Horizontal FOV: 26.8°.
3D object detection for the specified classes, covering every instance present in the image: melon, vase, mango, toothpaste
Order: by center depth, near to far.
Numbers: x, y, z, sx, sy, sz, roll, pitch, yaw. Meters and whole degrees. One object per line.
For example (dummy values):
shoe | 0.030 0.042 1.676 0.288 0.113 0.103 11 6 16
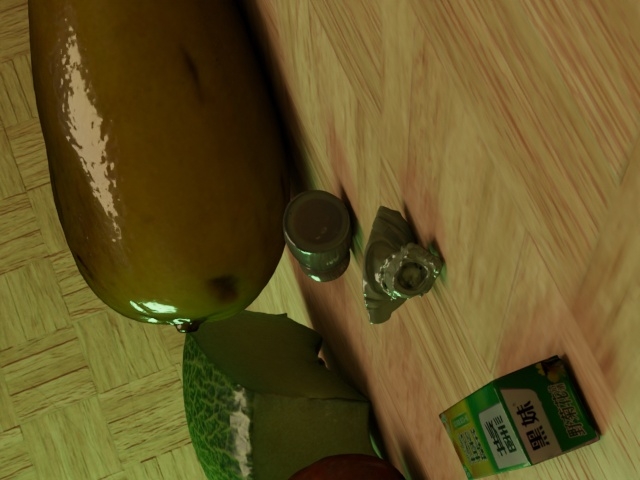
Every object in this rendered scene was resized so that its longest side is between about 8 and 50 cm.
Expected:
toothpaste | 0.094 0.092 0.668 0.178 0.037 0.043 101 148 -78
vase | 0.000 0.000 1.058 0.101 0.053 0.053 77 170 -72
mango | -0.151 -0.129 1.226 0.301 0.220 0.445 -112 13 -68
melon | -0.044 0.206 1.509 0.331 0.226 0.343 54 167 -26

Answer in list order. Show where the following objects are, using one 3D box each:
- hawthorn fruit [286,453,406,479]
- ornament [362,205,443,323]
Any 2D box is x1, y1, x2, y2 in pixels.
hawthorn fruit | -0.005 0.313 1.219 0.199 0.251 0.199 51 163 22
ornament | 0.044 0.016 0.810 0.092 0.041 0.068 -99 15 -65
